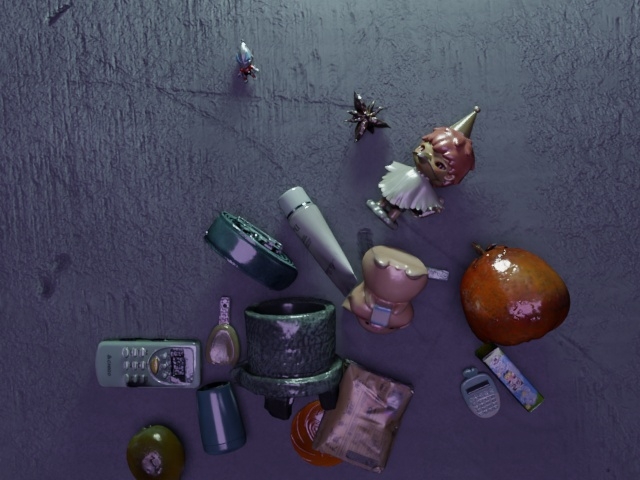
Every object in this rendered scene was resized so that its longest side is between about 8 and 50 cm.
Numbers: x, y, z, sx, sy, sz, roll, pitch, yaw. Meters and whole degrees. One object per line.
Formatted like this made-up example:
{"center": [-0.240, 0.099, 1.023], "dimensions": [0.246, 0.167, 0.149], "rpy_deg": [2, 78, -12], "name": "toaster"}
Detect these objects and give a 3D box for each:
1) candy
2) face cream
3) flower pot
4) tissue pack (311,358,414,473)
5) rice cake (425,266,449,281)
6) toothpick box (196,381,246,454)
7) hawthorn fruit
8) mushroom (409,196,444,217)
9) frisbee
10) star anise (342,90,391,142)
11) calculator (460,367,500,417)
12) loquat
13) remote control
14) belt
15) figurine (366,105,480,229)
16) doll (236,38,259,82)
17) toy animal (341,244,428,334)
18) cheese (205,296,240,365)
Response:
{"center": [0.510, 0.366, 1.868], "dimensions": [0.062, 0.097, 0.194], "rpy_deg": [-42, 92, 1], "name": "candy"}
{"center": [0.000, 0.000, 1.834], "dimensions": [0.089, 0.143, 0.314], "rpy_deg": [-29, 76, -22], "name": "face cream"}
{"center": [-0.091, 0.306, 1.802], "dimensions": [0.299, 0.299, 0.282], "rpy_deg": [-3, 98, 3], "name": "flower pot"}
{"center": [0.119, 0.478, 1.867], "dimensions": [0.215, 0.123, 0.256], "rpy_deg": [22, 84, 1], "name": "tissue pack"}
{"center": [0.250, 0.081, 1.890], "dimensions": [0.208, 0.033, 0.033], "rpy_deg": [10, 84, 3], "name": "rice cake"}
{"center": [-0.277, 0.484, 1.901], "dimensions": [0.120, 0.120, 0.184], "rpy_deg": [-11, 90, 3], "name": "toothpick box"}
{"center": [0.477, 0.125, 1.785], "dimensions": [0.276, 0.276, 0.307], "rpy_deg": [-33, 72, 4], "name": "hawthorn fruit"}
{"center": [0.292, -0.090, 1.882], "dimensions": [0.101, 0.019, 0.049], "rpy_deg": [-28, 92, 4], "name": "mushroom"}
{"center": [0.011, 0.545, 1.934], "dimensions": [0.192, 0.035, 0.192], "rpy_deg": [0, 93, 2], "name": "frisbee"}
{"center": [0.116, -0.341, 1.851], "dimensions": [0.124, 0.056, 0.129], "rpy_deg": [-23, 96, -8], "name": "star anise"}
{"center": [0.442, 0.420, 1.912], "dimensions": [0.095, 0.021, 0.153], "rpy_deg": [-26, 93, 4], "name": "calculator"}
{"center": [-0.450, 0.605, 1.905], "dimensions": [0.152, 0.152, 0.195], "rpy_deg": [-28, 84, 4], "name": "loquat"}
{"center": [-0.481, 0.342, 1.930], "dimensions": [0.297, 0.056, 0.140], "rpy_deg": [1, 92, 2], "name": "remote control"}
{"center": [-0.176, 0.029, 1.819], "dimensions": [0.268, 0.206, 0.116], "rpy_deg": [36, 95, -10], "name": "belt"}
{"center": [0.291, -0.193, 1.798], "dimensions": [0.387, 0.166, 0.207], "rpy_deg": [-45, 52, 8], "name": "figurine"}
{"center": [-0.205, -0.486, 1.867], "dimensions": [0.057, 0.039, 0.114], "rpy_deg": [-1, 107, 45], "name": "doll"}
{"center": [0.176, 0.139, 1.788], "dimensions": [0.195, 0.213, 0.256], "rpy_deg": [20, 115, 1], "name": "toy animal"}
{"center": [-0.270, 0.252, 1.923], "dimensions": [0.097, 0.037, 0.192], "rpy_deg": [3, 94, 1], "name": "cheese"}
